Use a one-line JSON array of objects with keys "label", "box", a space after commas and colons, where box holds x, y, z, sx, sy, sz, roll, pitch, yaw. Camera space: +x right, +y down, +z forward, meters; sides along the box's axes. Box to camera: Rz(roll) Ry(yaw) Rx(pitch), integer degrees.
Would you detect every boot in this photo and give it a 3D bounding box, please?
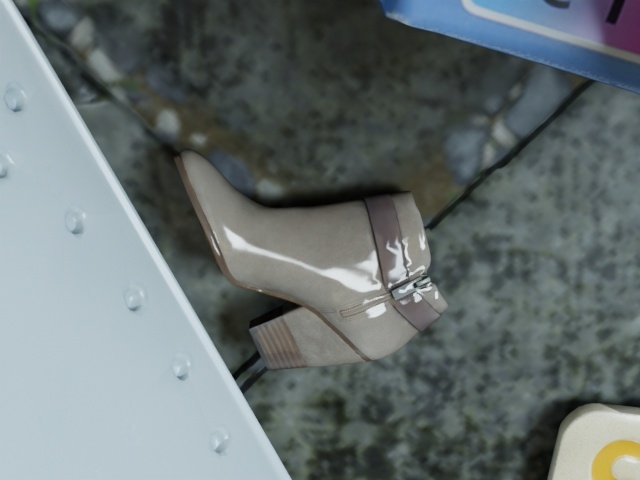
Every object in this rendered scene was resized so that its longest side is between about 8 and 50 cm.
[{"label": "boot", "box": [0.000, 0.000, 0.522, 0.087, 0.042, 0.118, -23, 111, 3]}]

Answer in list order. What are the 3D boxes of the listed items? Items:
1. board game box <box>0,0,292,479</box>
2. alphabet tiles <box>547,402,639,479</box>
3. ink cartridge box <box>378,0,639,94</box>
[{"label": "board game box", "box": [-0.144, 0.147, 0.409, 0.050, 0.390, 0.390, -14, 114, 33]}, {"label": "alphabet tiles", "box": [0.174, 0.207, 0.612, 0.284, 0.021, 0.278, 7, 112, -2]}, {"label": "ink cartridge box", "box": [0.192, -0.226, 0.354, 0.269, 0.151, 0.396, 14, 106, -11]}]
